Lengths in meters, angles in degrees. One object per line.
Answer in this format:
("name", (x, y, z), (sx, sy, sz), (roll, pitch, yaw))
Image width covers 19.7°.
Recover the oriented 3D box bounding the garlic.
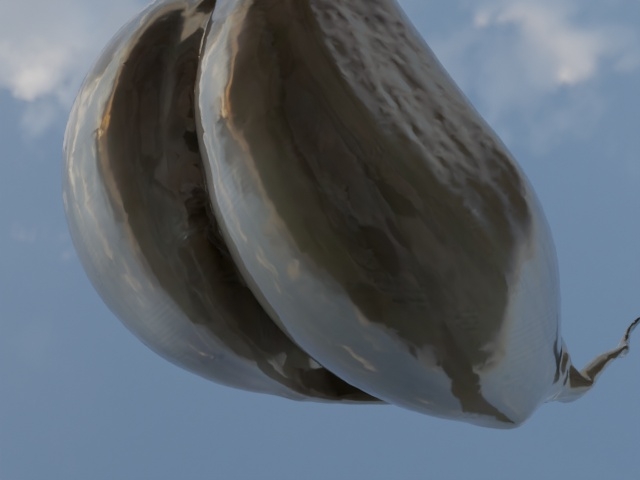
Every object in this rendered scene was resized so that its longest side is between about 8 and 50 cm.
("garlic", (0.000, 0.000, 1.047), (0.340, 0.231, 0.246), (53, -152, -7))
